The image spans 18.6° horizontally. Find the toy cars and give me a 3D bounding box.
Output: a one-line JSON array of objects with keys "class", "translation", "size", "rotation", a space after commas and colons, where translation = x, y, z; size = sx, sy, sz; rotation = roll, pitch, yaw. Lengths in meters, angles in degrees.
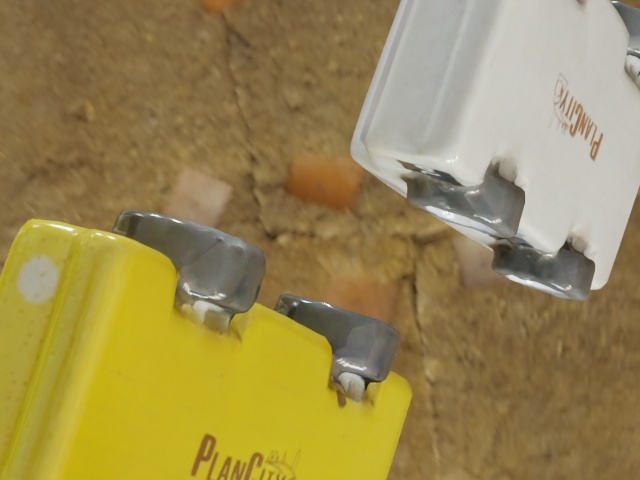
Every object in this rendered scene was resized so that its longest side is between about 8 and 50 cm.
[{"class": "toy cars", "translation": [0.000, 0.000, 0.552], "size": [0.087, 0.176, 0.394], "rotation": [16, -146, 23]}]
